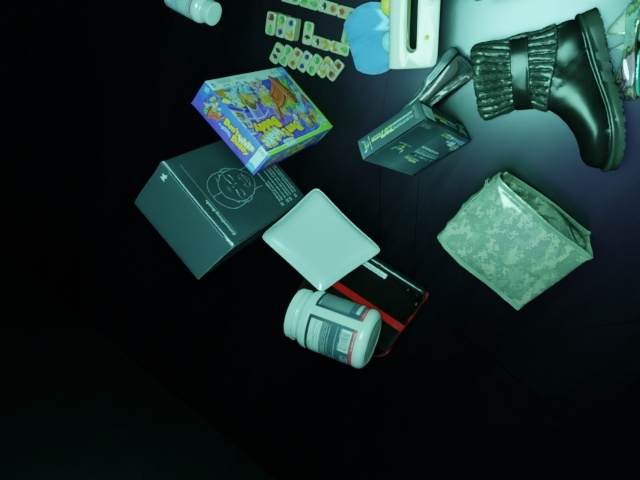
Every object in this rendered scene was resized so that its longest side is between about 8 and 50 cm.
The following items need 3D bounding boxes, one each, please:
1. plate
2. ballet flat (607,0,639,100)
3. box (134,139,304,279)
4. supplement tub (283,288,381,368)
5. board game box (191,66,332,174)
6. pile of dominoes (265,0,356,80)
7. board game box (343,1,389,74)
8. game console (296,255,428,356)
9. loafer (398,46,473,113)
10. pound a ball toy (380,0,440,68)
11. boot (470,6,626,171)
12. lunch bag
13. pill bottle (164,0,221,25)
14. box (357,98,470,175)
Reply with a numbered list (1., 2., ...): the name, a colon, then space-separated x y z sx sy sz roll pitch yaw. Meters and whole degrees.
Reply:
1. plate: 0.000 0.000 1.421 0.278 0.045 0.277 43 125 -13
2. ballet flat: 0.623 -0.397 0.922 0.079 0.076 0.222 19 125 45
3. box: -0.289 -0.123 1.385 0.293 0.395 0.212 51 128 -1
4. supplement tub: 0.041 0.274 1.453 0.272 0.191 0.191 17 122 20
5. board game box: -0.138 -0.334 1.220 0.233 0.347 0.078 49 127 -1
6. pile of dominoes: -0.035 -0.554 1.241 0.251 0.040 0.196 25 124 18
7. board game box: 0.140 -0.516 1.164 0.133 0.033 0.169 -9 114 28
8. game console: 0.122 0.185 1.525 0.386 0.060 0.342 33 121 11
9. loafer: 0.263 -0.328 1.144 0.095 0.109 0.302 39 124 2
10. pound a ball toy: 0.193 -0.545 0.991 0.135 0.208 0.319 3 116 14
11. boot: 0.484 -0.293 0.993 0.260 0.131 0.348 -14 96 22
12. lunch bag: 0.472 -0.010 1.141 0.287 0.169 0.235 39 127 2
13. pill bottle: -0.373 -0.697 1.336 0.160 0.087 0.087 32 126 12
14. box: 0.234 -0.244 1.125 0.183 0.232 0.059 -28 67 37
